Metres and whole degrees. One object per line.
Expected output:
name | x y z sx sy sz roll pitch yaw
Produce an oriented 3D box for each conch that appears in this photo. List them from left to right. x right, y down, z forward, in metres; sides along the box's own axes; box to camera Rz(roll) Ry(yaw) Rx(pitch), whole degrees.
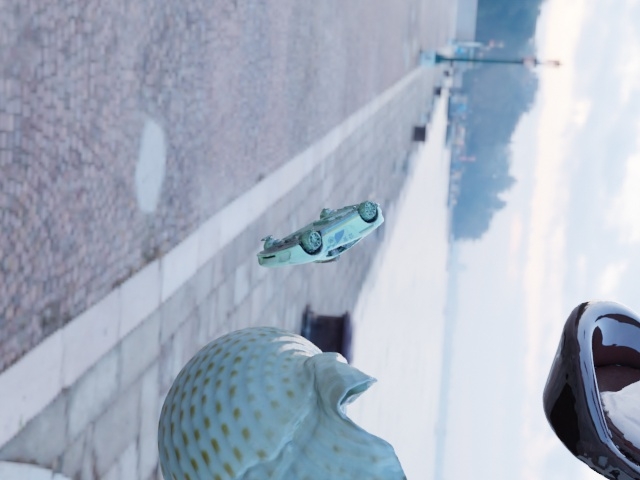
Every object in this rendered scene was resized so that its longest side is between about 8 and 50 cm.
conch | -0.036 0.231 1.001 0.303 0.215 0.319 56 -12 4

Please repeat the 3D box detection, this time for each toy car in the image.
toy car | 0.000 0.000 1.241 0.186 0.093 0.058 -29 104 -41

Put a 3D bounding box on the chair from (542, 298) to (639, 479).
chair | 0.270 0.278 0.971 0.226 0.227 0.401 -67 175 -68
